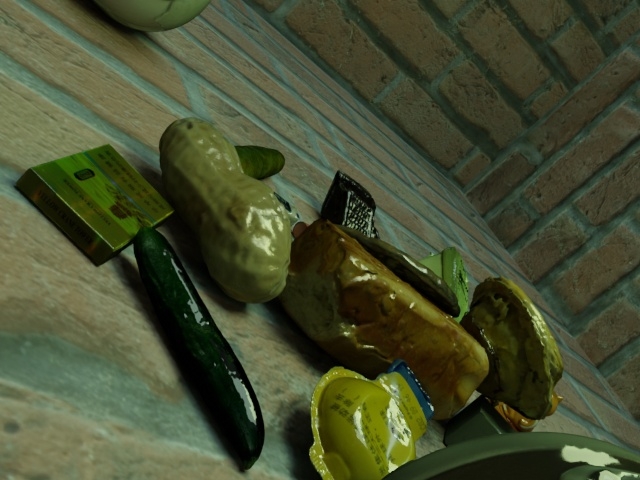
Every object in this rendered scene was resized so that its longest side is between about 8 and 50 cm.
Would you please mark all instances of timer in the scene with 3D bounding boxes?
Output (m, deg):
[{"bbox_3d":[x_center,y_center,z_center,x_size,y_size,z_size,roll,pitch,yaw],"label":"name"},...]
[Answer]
[{"bbox_3d":[0.350,0.306,1.264,0.132,0.152,0.132,42,17,-16],"label":"timer"}]

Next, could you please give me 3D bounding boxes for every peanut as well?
[{"bbox_3d":[-0.127,-0.048,0.955,0.290,0.130,0.130,55,18,23],"label":"peanut"}]

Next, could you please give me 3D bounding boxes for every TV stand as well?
[{"bbox_3d":[0.315,0.379,1.139,0.269,0.083,0.088,47,14,6],"label":"TV stand"}]

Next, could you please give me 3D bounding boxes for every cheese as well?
[{"bbox_3d":[0.069,0.219,0.852,0.177,0.069,0.270,57,32,6],"label":"cheese"}]

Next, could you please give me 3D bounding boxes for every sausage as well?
[{"bbox_3d":[0.000,0.000,1.328,0.129,0.034,0.034,26,26,-51],"label":"sausage"}]

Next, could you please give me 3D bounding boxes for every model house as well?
[{"bbox_3d":[0.077,-0.033,1.466,0.165,0.106,0.152,33,19,-27],"label":"model house"}]

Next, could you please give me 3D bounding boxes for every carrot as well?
[{"bbox_3d":[-0.120,-0.136,1.289,0.074,0.074,0.358,47,15,0],"label":"carrot"}]

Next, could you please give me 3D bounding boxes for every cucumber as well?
[{"bbox_3d":[-0.126,0.101,0.750,0.284,0.056,0.056,58,20,22],"label":"cucumber"}]

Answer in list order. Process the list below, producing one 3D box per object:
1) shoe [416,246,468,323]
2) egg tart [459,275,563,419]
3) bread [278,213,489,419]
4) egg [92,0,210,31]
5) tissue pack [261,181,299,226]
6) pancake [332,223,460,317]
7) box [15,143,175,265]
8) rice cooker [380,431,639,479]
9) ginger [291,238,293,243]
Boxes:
[{"bbox_3d":[0.238,0.134,1.436,0.140,0.128,0.262,43,44,-36],"label":"shoe"},{"bbox_3d":[0.284,0.175,1.149,0.241,0.106,0.241,165,-90,-74],"label":"egg tart"},{"bbox_3d":[0.083,0.122,1.052,0.344,0.149,0.195,38,6,-26],"label":"bread"},{"bbox_3d":[-0.321,-0.531,1.347,0.278,0.278,0.336,41,14,-17],"label":"egg"},{"bbox_3d":[-0.084,-0.047,1.178,0.083,0.062,0.042,35,24,-32],"label":"tissue pack"},{"bbox_3d":[0.105,0.052,1.212,0.286,0.033,0.288,28,-12,7],"label":"pancake"},{"bbox_3d":[-0.248,-0.048,0.834,0.121,0.030,0.193,45,17,-5],"label":"box"},{"bbox_3d":[0.152,0.323,0.452,0.335,0.335,0.325,39,19,-25],"label":"rice cooker"},{"bbox_3d":[-0.090,-0.029,1.109,0.288,0.075,0.089,36,-3,-18],"label":"ginger"}]
